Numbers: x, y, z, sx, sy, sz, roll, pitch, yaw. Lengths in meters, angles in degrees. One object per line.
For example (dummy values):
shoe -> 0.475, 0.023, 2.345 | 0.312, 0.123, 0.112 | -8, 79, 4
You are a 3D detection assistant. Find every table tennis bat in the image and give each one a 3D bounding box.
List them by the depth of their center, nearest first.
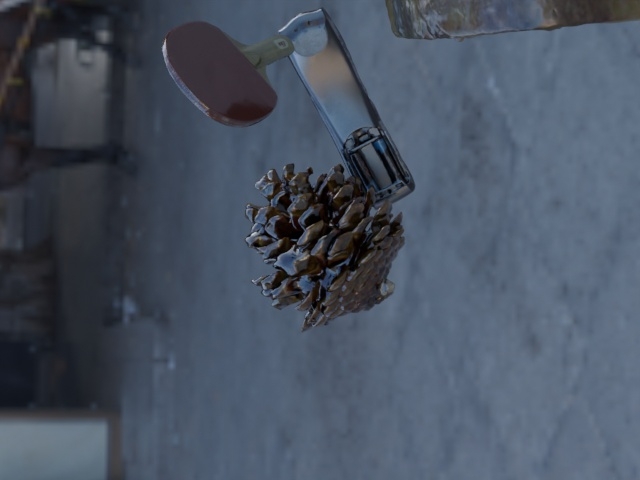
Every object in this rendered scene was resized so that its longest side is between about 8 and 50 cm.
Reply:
table tennis bat -> -0.059, -0.123, 1.161 | 0.013, 0.087, 0.156 | -43, -3, 31

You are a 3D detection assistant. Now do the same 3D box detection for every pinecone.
pinecone -> 0.000, 0.000, 1.602 | 0.173, 0.173, 0.173 | -178, 90, -76

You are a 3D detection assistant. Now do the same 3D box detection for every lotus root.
lotus root -> 0.154, -0.181, 1.146 | 0.261, 0.170, 0.074 | 4, 105, 38

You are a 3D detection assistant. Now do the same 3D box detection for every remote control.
remote control -> 0.027, -0.130, 1.647 | 0.212, 0.059, 0.028 | 61, -169, -11
